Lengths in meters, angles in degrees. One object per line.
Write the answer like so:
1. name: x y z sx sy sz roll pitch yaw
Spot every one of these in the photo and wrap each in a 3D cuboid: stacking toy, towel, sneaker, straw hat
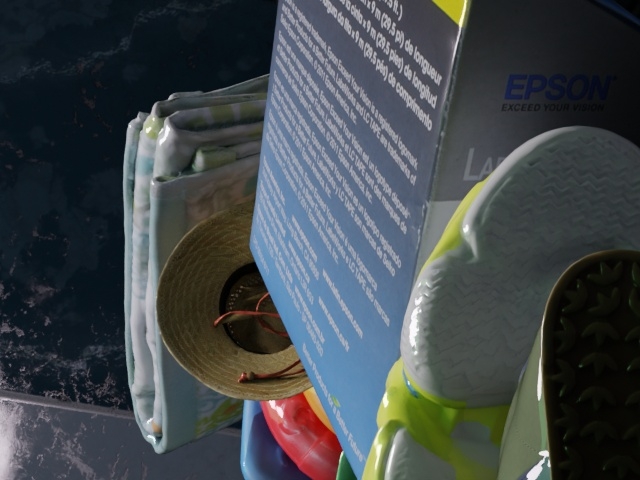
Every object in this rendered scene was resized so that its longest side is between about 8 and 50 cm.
1. stacking toy: 0.064 0.057 0.901 0.302 0.175 0.165 116 164 -51
2. towel: 0.000 0.000 1.071 0.090 0.321 0.374 55 153 32
3. sneaker: 0.084 0.103 0.418 0.086 0.064 0.192 55 -136 -78
4. sneaker: 0.062 0.073 0.531 0.126 0.091 0.240 81 -149 -84
5. straw hat: -0.034 0.050 0.884 0.061 0.145 0.144 67 -151 -61

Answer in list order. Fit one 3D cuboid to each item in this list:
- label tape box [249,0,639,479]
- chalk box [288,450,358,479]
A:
1. label tape box: 0.055 -0.084 0.638 0.240 0.106 0.333 -120 33 -55
2. chalk box: 0.031 0.227 0.785 0.132 0.132 0.213 -77 -5 -75
